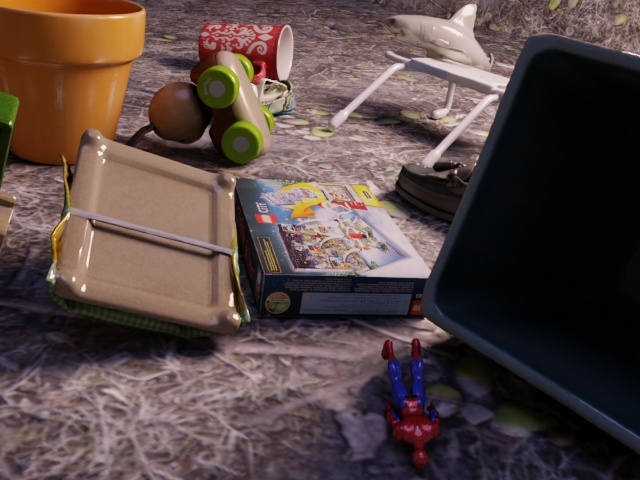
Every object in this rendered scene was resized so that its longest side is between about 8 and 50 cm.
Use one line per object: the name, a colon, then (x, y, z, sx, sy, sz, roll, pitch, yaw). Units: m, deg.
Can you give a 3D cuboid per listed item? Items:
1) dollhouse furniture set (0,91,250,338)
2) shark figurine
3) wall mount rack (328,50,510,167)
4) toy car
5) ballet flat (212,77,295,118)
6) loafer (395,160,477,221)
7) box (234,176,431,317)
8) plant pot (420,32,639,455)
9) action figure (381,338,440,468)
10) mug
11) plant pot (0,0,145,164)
dollhouse furniture set: (-0.230, 0.009, 0.625, 0.301, 0.151, 0.198, 17, 41, -23)
shark figurine: (0.266, -0.365, 1.324, 0.278, 0.116, 0.166, 18, 4, -39)
wall mount rack: (0.201, -0.217, 1.192, 0.304, 0.131, 0.350, -10, 30, -42)
toy car: (-0.174, -0.159, 0.983, 0.188, 0.149, 0.155, -19, 18, 10)
ballet flat: (-0.109, -0.233, 1.191, 0.070, 0.070, 0.188, 21, 28, 26)
loafer: (0.208, -0.057, 0.879, 0.096, 0.084, 0.267, -16, 34, -42)
box: (0.000, 0.000, 0.737, 0.159, 0.044, 0.233, 2, 25, -14)
plant pot: (0.284, 0.008, 0.595, 0.252, 0.247, 0.248, 8, 17, -45)
action figure: (0.065, 0.117, 0.523, 0.038, 0.030, 0.115, 2, 29, -1)
mug: (-0.155, -0.377, 1.441, 0.169, 0.113, 0.150, 10, 22, 11)
plant pot: (-0.326, -0.203, 0.906, 0.205, 0.188, 0.205, 7, 24, -3)
